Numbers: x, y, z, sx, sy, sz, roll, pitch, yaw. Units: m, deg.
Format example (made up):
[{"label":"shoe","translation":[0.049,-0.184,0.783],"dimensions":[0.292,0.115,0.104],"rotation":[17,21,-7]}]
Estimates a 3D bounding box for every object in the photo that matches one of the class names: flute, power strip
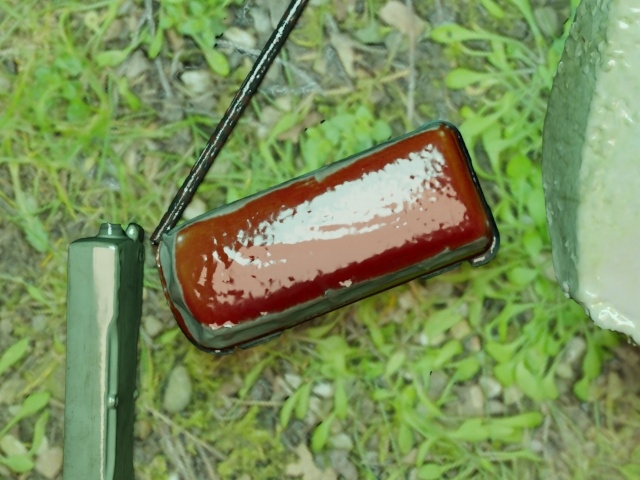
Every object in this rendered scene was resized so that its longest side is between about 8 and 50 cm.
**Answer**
[{"label":"flute","translation":[-0.066,-0.111,1.151],"dimensions":[0.014,0.014,0.270],"rotation":[31,91,4]},{"label":"power strip","translation":[-0.171,0.128,1.122],"dimensions":[0.048,0.080,0.286],"rotation":[1,91,10]}]

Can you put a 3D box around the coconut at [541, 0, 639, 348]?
[{"label":"coconut","translation":[0.354,-0.086,0.966],"dimensions":[0.404,0.404,0.405],"rotation":[0,89,4]}]

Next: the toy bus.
[{"label":"toy bus","translation":[0.000,0.000,1.090],"dimensions":[0.265,0.120,0.121],"rotation":[-21,86,2]}]
